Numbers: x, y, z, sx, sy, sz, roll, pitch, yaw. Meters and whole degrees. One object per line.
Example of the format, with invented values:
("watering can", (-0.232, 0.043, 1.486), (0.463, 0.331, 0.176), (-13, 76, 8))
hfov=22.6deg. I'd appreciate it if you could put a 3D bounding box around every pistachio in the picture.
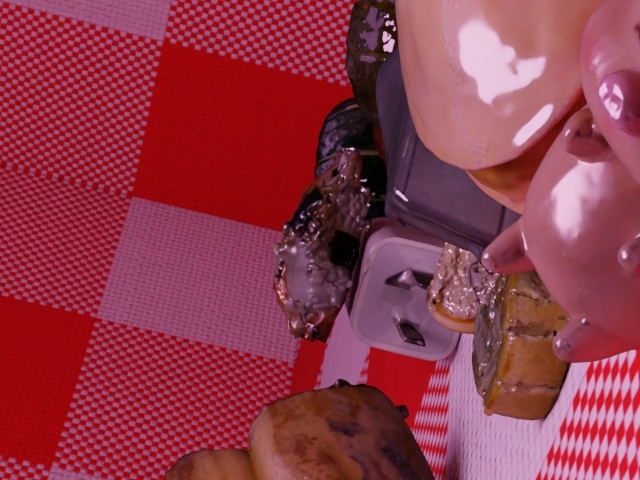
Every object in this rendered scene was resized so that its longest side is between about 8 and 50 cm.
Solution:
("pistachio", (0.161, -0.165, 1.170), (0.238, 0.229, 0.321), (-42, 35, 32))

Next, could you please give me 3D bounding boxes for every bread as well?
("bread", (0.164, 0.076, 1.331), (0.156, 0.064, 0.117), (-93, 18, -71))
("bread", (0.150, 0.025, 1.490), (0.177, 0.084, 0.119), (-20, -53, -84))

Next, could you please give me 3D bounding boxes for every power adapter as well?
("power adapter", (0.101, 0.060, 1.787), (0.205, 0.125, 0.130), (-103, 28, -78))

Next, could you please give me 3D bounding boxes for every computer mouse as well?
("computer mouse", (0.145, -0.099, 1.341), (0.371, 0.188, 0.122), (-86, 13, -56))

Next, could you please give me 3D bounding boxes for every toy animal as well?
("toy animal", (0.194, -0.047, 0.795), (0.154, 0.166, 0.250), (-25, -24, -35))

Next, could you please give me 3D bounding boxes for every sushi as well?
("sushi", (0.000, -0.001, 1.791), (0.103, 0.097, 0.226), (139, 146, -73))

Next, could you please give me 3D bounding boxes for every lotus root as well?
("lotus root", (-0.013, 0.301, 1.546), (0.250, 0.316, 0.316), (-121, 42, -61))

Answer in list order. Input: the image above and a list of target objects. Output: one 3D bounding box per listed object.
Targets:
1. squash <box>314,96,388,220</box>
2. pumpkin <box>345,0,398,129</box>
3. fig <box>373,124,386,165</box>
("squash", (0.074, -0.065, 2.122), (0.252, 0.165, 0.252), (7, -90, -82))
("pumpkin", (0.126, -0.210, 1.730), (0.157, 0.223, 0.224), (21, 99, 56))
("fig", (0.134, -0.099, 1.917), (0.146, 0.133, 0.201), (94, 175, -48))
